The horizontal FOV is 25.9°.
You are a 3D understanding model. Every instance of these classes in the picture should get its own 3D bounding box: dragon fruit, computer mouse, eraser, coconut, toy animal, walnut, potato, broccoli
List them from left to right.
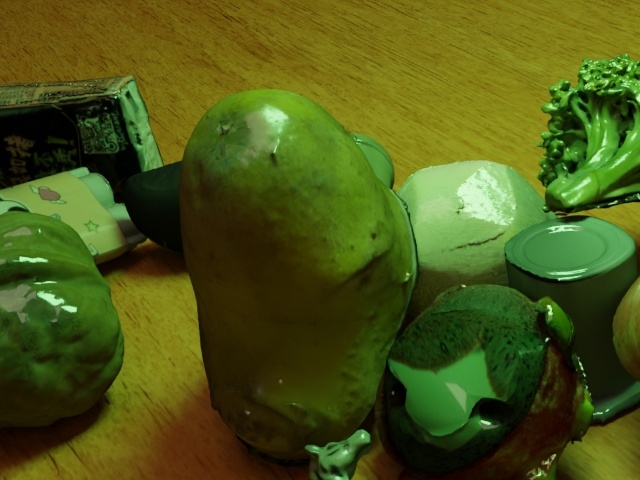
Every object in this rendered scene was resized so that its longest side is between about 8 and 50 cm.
[{"bbox_3d":[-0.407,0.111,1.827,0.276,0.253,0.282,-20,29,-9],"label":"walnut"},{"bbox_3d":[-0.422,-0.011,2.100,0.171,0.087,0.290,48,38,17],"label":"eraser"},{"bbox_3d":[-0.169,-0.048,2.085,0.269,0.170,0.100,-17,58,21],"label":"computer mouse"},{"bbox_3d":[-0.075,0.025,1.615,0.290,0.296,0.397,18,76,35],"label":"potato"},{"bbox_3d":[0.038,0.309,1.473,0.169,0.090,0.255,-7,27,23],"label":"toy animal"},{"bbox_3d":[0.170,0.167,1.529,0.268,0.130,0.295,-43,43,8],"label":"dragon fruit"},{"bbox_3d":[0.201,0.006,1.783,0.230,0.227,0.227,-12,29,12],"label":"coconut"},{"bbox_3d":[0.370,-0.139,1.726,0.273,0.180,0.242,-12,12,-37],"label":"broccoli"}]

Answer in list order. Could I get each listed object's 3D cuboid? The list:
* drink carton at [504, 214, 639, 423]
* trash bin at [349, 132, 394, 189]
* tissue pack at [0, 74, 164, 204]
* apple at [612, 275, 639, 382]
[{"bbox_3d":[0.309,0.084,1.643,0.185,0.190,0.191,-19,30,-20],"label":"drink carton"},{"bbox_3d":[0.000,0.000,1.909,0.243,0.121,0.247,-45,21,27],"label":"trash bin"},{"bbox_3d":[-0.428,-0.152,2.300,0.332,0.245,0.123,-3,32,21],"label":"tissue pack"},{"bbox_3d":[0.472,0.093,1.459,0.251,0.163,0.293,-31,64,-34],"label":"apple"}]
